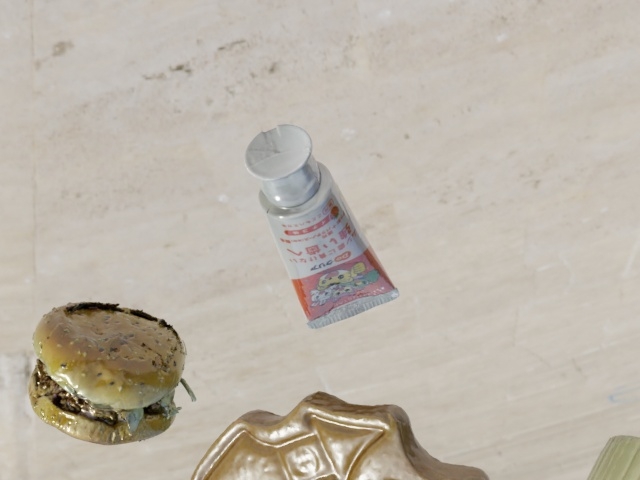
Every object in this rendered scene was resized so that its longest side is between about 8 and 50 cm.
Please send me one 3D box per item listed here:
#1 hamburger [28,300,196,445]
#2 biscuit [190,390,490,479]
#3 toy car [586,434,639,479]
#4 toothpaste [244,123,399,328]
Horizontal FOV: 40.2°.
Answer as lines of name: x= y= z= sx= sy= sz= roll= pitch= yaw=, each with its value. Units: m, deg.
hamburger: x=-0.223 y=0.139 z=0.960 sx=0.185 sy=0.113 sz=0.177 roll=15 pitch=-169 yaw=-4
biscuit: x=0.015 y=0.189 z=0.584 sx=0.215 sy=0.182 sz=0.034 roll=-25 pitch=180 yaw=29
toy car: x=0.260 y=0.188 z=0.501 sx=0.145 sy=0.235 sz=0.235 roll=-55 pitch=153 yaw=-14
toothpaste: x=0.000 y=0.000 z=0.713 sx=0.089 sy=0.057 sz=0.234 roll=-21 pitch=143 yaw=4
